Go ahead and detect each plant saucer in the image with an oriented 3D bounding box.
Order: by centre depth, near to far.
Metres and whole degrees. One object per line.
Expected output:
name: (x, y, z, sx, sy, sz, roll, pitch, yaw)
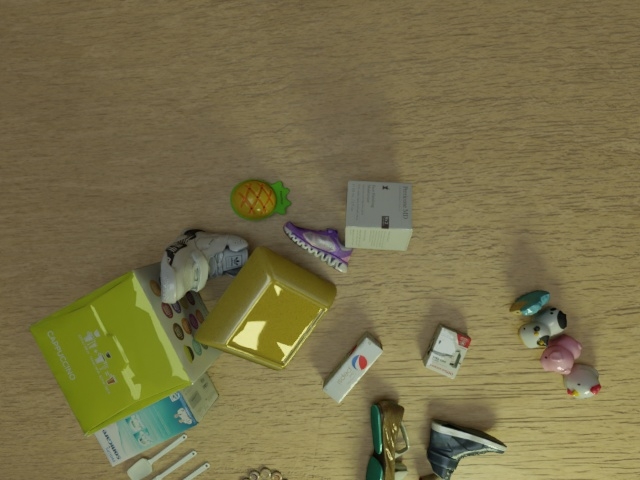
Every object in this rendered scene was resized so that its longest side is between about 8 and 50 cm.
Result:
plant saucer: (-0.135, 0.226, 1.392, 0.333, 0.081, 0.333, 32, 96, -37)

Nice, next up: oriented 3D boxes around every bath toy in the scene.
bath toy: (0.695, 0.319, 1.405, 0.151, 0.129, 0.348, -34, 91, 6)

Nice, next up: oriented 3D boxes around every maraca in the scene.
maraca: (-0.181, -0.125, 1.463, 0.185, 0.099, 0.127, -7, 90, -20)

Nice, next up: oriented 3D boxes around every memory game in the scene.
memory game: (-0.177, 0.829, 1.563, 0.186, 0.012, 0.186, 0, 93, 5)

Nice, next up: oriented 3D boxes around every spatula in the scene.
spatula: (-0.498, 0.752, 1.580, 0.242, 0.019, 0.168, -37, 89, 6)

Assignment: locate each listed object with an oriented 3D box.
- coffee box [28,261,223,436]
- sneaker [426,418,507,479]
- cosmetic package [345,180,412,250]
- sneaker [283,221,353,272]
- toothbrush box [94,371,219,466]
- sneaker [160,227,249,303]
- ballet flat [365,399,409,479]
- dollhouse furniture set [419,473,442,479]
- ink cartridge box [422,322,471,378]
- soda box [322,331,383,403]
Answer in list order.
coffee box: (-0.531, 0.284, 1.394, 0.338, 0.334, 0.338, -27, 91, 6)
sneaker: (0.435, 0.654, 1.459, 0.226, 0.086, 0.163, 11, 84, 13)
cosmetic package: (0.165, -0.069, 1.386, 0.183, 0.151, 0.151, 2, 67, 4)
sneaker: (0.000, 0.000, 1.462, 0.236, 0.095, 0.104, 32, 89, -3)
toothbrush box: (-0.489, 0.524, 1.467, 0.295, 0.216, 0.126, -29, 91, 7)
sneaker: (-0.316, 0.064, 1.362, 0.210, 0.366, 0.137, 5, 111, -3)
ballet flat: (0.212, 0.662, 1.487, 0.124, 0.116, 0.342, 3, 90, -15)
dollhouse furniture set: (0.354, 0.933, 1.433, 0.152, 0.201, 0.374, -17, 93, 5)
ink cartridge box: (0.384, 0.336, 1.465, 0.099, 0.056, 0.135, 22, 95, 2)
soda box: (0.099, 0.389, 1.482, 0.069, 0.074, 0.216, 39, 96, 1)
